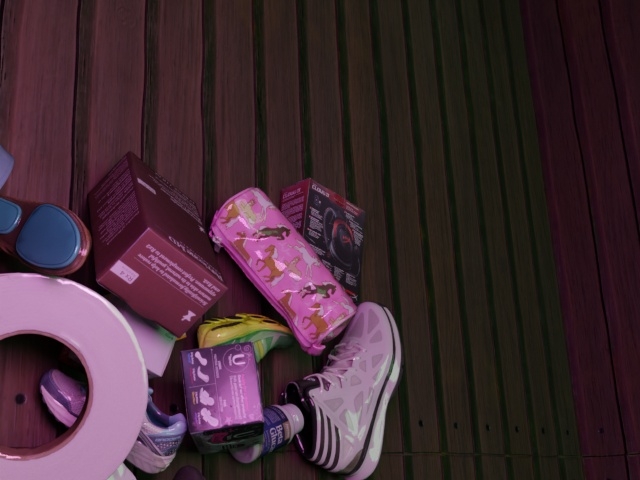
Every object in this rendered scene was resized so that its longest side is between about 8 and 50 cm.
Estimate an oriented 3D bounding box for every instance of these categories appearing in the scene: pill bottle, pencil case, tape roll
[{"bbox_3d":[-0.116,0.413,1.792,0.169,0.094,0.094,-13,86,-49],"label":"pill bottle"},{"bbox_3d":[-0.083,0.068,1.825,0.386,0.167,0.160,49,3,5],"label":"pencil case"},{"bbox_3d":[-0.477,0.244,1.336,0.391,0.072,0.393,1,87,-19],"label":"tape roll"}]

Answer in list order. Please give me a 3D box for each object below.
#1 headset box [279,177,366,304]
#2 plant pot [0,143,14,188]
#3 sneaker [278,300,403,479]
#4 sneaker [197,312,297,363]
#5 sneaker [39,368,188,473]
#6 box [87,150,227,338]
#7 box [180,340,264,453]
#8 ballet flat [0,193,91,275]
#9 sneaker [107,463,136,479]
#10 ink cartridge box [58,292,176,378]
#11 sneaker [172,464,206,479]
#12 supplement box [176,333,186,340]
[{"bbox_3d":[0.000,0.000,2.062,0.218,0.110,0.293,28,56,-39],"label":"headset box"},{"bbox_3d":[-0.639,-0.144,1.292,0.255,0.271,0.272,45,47,-30],"label":"plant pot"},{"bbox_3d":[0.050,0.320,1.953,0.257,0.169,0.448,33,56,-38],"label":"sneaker"},{"bbox_3d":[-0.168,0.230,1.819,0.295,0.109,0.124,3,102,-52],"label":"sneaker"},{"bbox_3d":[-0.366,0.296,1.490,0.283,0.122,0.110,34,14,-15],"label":"sneaker"},{"bbox_3d":[-0.315,-0.005,1.539,0.191,0.143,0.381,41,10,-31],"label":"box"},{"bbox_3d":[-0.184,0.312,1.604,0.142,0.247,0.164,-8,68,-7],"label":"box"},{"bbox_3d":[-0.478,-0.003,1.394,0.124,0.342,0.116,45,64,-54],"label":"ballet flat"},{"bbox_3d":[-0.378,0.501,1.462,0.169,0.108,0.293,-26,94,-46],"label":"sneaker"},{"bbox_3d":[-0.371,0.182,1.534,0.128,0.176,0.127,39,50,-32],"label":"ink cartridge box"},{"bbox_3d":[-0.283,0.509,1.441,0.130,0.109,0.286,41,36,-21],"label":"sneaker"},{"bbox_3d":[-0.324,0.164,1.700,0.062,0.036,0.099,-16,88,-49],"label":"supplement box"}]
